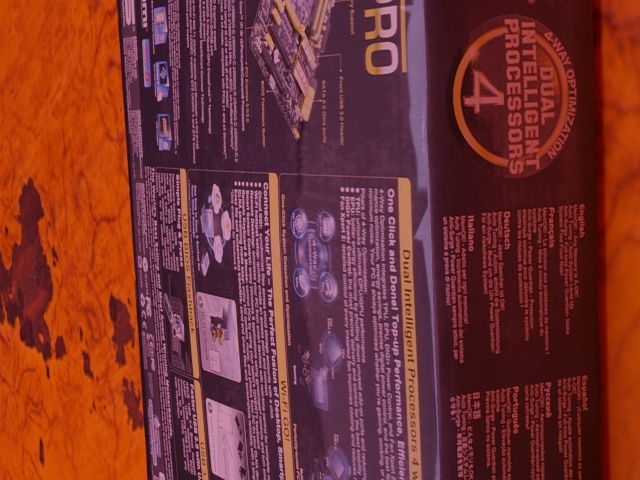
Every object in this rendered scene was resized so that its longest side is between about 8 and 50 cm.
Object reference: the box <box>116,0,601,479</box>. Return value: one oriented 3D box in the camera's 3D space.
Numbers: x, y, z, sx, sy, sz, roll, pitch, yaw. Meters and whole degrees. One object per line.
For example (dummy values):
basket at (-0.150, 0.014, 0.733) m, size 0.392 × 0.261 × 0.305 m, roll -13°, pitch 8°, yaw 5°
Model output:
box at (0.000, 0.000, 0.670) m, size 0.318 × 0.097 × 0.395 m, roll 7°, pitch 101°, yaw 62°
